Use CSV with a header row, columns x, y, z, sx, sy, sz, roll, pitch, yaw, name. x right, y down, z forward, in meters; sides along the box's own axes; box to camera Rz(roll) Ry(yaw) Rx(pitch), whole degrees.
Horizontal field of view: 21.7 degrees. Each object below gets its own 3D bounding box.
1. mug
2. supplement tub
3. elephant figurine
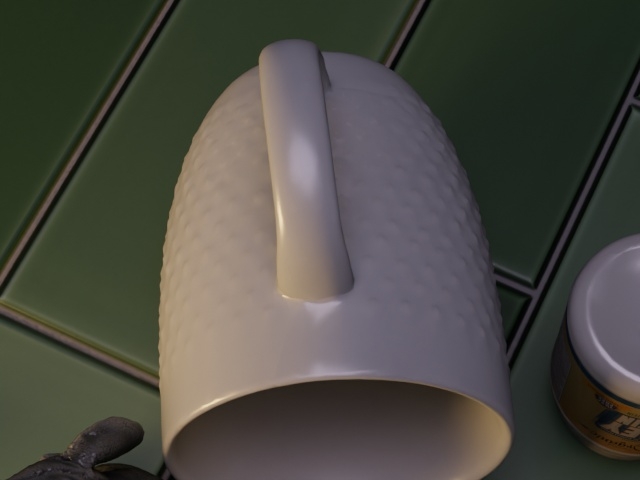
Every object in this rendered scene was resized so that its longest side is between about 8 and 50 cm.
x,y,z,sx,sy,sz,roll,pitch,yaw,name
0.000,0.000,1.327,0.276,0.374,0.328,-6,60,4,mug
0.265,0.094,1.372,0.144,0.200,0.144,-1,66,1,supplement tub
-0.191,0.220,1.301,0.169,0.239,0.186,36,71,16,elephant figurine
